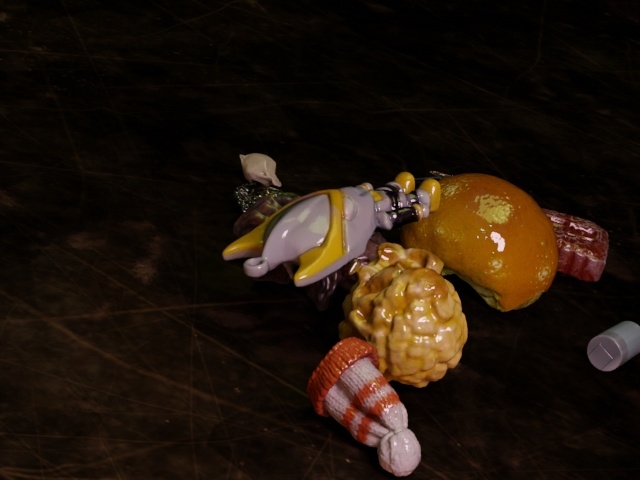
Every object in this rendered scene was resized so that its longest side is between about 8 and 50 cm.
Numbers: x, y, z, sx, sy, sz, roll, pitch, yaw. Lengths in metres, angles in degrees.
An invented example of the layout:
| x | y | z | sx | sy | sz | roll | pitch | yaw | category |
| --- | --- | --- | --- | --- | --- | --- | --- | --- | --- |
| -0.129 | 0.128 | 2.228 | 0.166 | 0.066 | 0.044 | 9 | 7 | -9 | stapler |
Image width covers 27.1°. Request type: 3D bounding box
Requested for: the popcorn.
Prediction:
| x | y | z | sx | sy | sz | roll | pitch | yaw | category |
| --- | --- | --- | --- | --- | --- | --- | --- | --- | --- |
| 0.100 | 0.094 | 1.647 | 0.170 | 0.180 | 0.180 | 43 | 16 | -24 | popcorn |

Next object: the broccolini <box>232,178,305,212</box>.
| x | y | z | sx | sy | sz | roll | pitch | yaw | category |
| --- | --- | --- | --- | --- | --- | --- | --- | --- | --- |
| -0.022 | -0.055 | 2.036 | 0.254 | 0.071 | 0.057 | 4 | -15 | -35 | broccolini |

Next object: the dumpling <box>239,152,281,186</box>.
| x | y | z | sx | sy | sz | roll | pitch | yaw | category |
| --- | --- | --- | --- | --- | --- | --- | --- | --- | --- |
| -0.094 | -0.106 | 2.083 | 0.076 | 0.057 | 0.052 | 2 | 57 | 28 | dumpling |

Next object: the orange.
| x | y | z | sx | sy | sz | roll | pitch | yaw | category |
| --- | --- | --- | --- | --- | --- | --- | --- | --- | --- |
| 0.230 | -0.009 | 1.922 | 0.237 | 0.158 | 0.179 | 31 | 46 | 27 | orange |

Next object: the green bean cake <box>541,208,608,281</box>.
| x | y | z | sx | sy | sz | roll | pitch | yaw | category |
| --- | --- | --- | --- | --- | --- | --- | --- | --- | --- |
| 0.387 | 0.003 | 2.101 | 0.135 | 0.056 | 0.136 | 17 | 26 | 6 | green bean cake |

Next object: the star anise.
| x | y | z | sx | sy | sz | roll | pitch | yaw | category |
| --- | --- | --- | --- | --- | --- | --- | --- | --- | --- |
| -0.001 | 0.000 | 1.846 | 0.236 | 0.109 | 0.223 | -2 | 35 | -35 | star anise |

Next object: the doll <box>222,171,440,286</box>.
| x | y | z | sx | sy | sz | roll | pitch | yaw | category |
| --- | --- | --- | --- | --- | --- | --- | --- | --- | --- |
| 0.027 | -0.017 | 1.726 | 0.316 | 0.103 | 0.145 | -23 | 53 | -38 | doll |

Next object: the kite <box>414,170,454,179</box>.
| x | y | z | sx | sy | sz | roll | pitch | yaw | category |
| --- | --- | --- | --- | --- | --- | --- | --- | --- | --- |
| 0.258 | -0.080 | 2.248 | 0.160 | 0.010 | 0.183 | -10 | 36 | -41 | kite |

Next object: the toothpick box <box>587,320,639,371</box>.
| x | y | z | sx | sy | sz | roll | pitch | yaw | category |
| --- | --- | --- | --- | --- | --- | --- | --- | --- | --- |
| 0.409 | 0.145 | 1.832 | 0.052 | 0.052 | 0.083 | 30 | 28 | 29 | toothpick box |

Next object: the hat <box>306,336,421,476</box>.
| x | y | z | sx | sy | sz | roll | pitch | yaw | category |
| --- | --- | --- | --- | --- | --- | --- | --- | --- | --- |
| 0.061 | 0.197 | 1.510 | 0.093 | 0.112 | 0.162 | -33 | 59 | -23 | hat |
